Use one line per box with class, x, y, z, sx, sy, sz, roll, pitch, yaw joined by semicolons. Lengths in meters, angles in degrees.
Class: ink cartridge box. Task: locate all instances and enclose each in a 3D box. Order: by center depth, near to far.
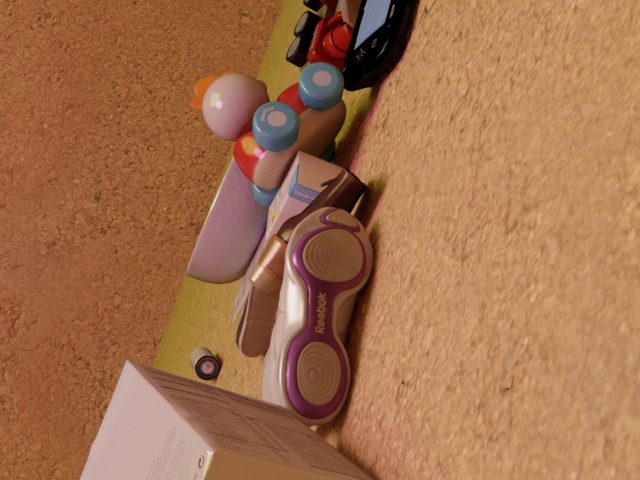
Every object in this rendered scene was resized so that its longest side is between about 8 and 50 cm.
ink cartridge box;-0.025;-0.049;1.508;0.092;0.089;0.143;-86;21;-52
ink cartridge box;-0.094;0.061;1.693;0.104;0.060;0.180;-94;28;-63

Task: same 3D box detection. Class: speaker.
speaker;-0.250;0.264;2.048;0.136;0.055;0.055;-178;108;-77

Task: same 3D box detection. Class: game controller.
game controller;0.109;-0.396;1.560;0.166;0.067;0.319;135;152;-62

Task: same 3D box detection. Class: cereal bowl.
cereal bowl;-0.132;-0.063;1.837;0.339;0.141;0.339;-156;90;-84

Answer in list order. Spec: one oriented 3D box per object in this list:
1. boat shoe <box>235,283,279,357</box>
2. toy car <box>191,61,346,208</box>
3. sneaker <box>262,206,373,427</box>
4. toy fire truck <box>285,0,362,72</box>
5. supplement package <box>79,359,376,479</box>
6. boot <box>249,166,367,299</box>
boat shoe;-0.098;0.093;1.608;0.065;0.075;0.206;45;119;60
toy car;-0.101;-0.218;1.581;0.210;0.238;0.219;-44;-16;-23
sneaker;-0.020;0.096;1.189;0.152;0.114;0.305;131;156;-55
toy fire truck;0.044;-0.436;1.764;0.246;0.158;0.217;-29;40;54
supplement package;-0.098;0.265;0.910;0.262;0.198;0.199;21;90;61
boot;0.000;0.000;1.376;0.207;0.090;0.248;-48;-10;1
